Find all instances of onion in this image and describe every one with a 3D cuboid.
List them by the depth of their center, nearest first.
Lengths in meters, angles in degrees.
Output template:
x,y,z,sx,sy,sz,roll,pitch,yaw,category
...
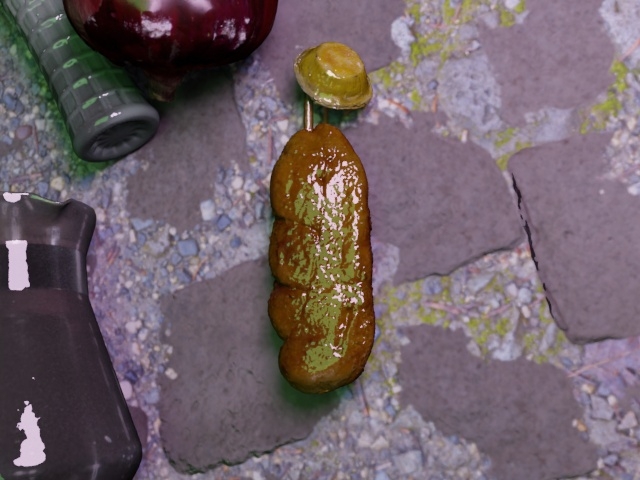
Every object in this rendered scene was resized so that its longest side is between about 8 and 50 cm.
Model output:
x,y,z,sx,sy,sz,roll,pitch,yaw,category
-0.168,-0.264,0.801,0.252,0.252,0.219,15,118,16,onion

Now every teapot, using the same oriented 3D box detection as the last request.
x,y,z,sx,sy,sz,roll,pitch,yaw,category
-0.359,0.144,0.815,0.300,0.253,0.344,-21,70,40,teapot

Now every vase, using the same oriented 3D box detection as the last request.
x,y,z,sx,sy,sz,roll,pitch,yaw,category
-0.318,-0.251,0.881,0.143,0.143,0.299,-32,80,10,vase

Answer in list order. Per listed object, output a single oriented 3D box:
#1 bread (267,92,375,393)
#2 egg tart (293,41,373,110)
x,y,z,sx,sy,sz,roll,pitch,yaw,category
0.000,-0.001,0.798,0.124,0.084,0.344,-4,83,9,bread
0.018,-0.196,0.810,0.105,0.039,0.105,10,55,-14,egg tart
